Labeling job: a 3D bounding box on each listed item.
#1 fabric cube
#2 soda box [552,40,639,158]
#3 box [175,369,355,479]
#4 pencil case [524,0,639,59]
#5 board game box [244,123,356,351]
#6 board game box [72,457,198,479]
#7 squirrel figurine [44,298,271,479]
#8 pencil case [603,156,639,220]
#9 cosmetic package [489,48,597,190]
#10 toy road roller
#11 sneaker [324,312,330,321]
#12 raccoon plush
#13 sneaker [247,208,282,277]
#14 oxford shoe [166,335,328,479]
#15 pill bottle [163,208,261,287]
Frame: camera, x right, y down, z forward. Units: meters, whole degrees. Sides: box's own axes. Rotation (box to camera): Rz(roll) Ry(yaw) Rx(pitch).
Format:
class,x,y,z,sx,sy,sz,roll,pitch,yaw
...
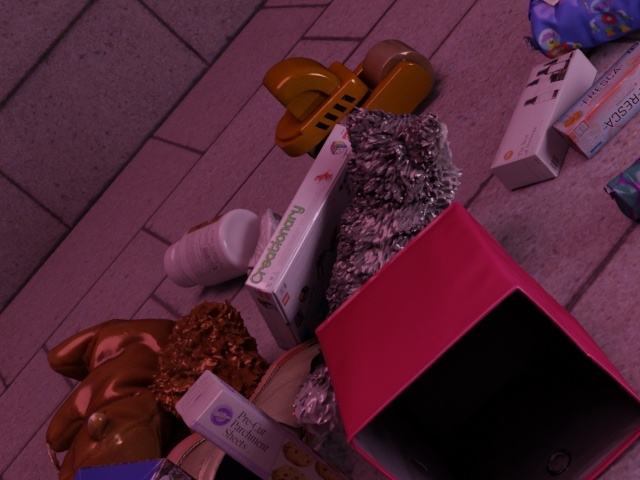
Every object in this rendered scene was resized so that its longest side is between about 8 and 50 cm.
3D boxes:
class,x,y,z,sx,sy,sz,roll,pitch,yaw
fabric cube,0.181,0.159,1.394,0.254,0.259,0.258,-45,22,9
soda box,0.439,-0.210,1.770,0.183,0.058,0.063,-44,24,5
box,-0.046,0.281,1.505,0.067,0.324,0.063,-49,32,-3
pencil case,0.470,-0.392,1.879,0.306,0.133,0.119,-20,48,38
board game box,0.000,0.000,1.795,0.053,0.193,0.305,16,62,25
board game box,-0.188,0.427,1.558,0.232,0.291,0.141,-18,38,50
squirrel figurine,-0.265,0.266,1.910,0.397,0.281,0.370,-29,11,9
pencil case,0.450,-0.100,1.572,0.152,0.064,0.070,-44,49,7
cosmetic package,0.356,-0.194,1.883,0.099,0.060,0.239,-19,36,49
toy road roller,0.038,-0.299,2.357,0.329,0.240,0.202,-46,24,5
sneaker,0.048,0.093,1.939,0.297,0.111,0.129,6,47,52
raccoon plush,0.089,0.018,1.628,0.216,0.299,0.446,0,36,19
sneaker,-0.103,0.024,2.295,0.115,0.090,0.232,-44,23,17
oxford shoe,-0.037,0.262,1.686,0.397,0.140,0.146,-40,17,-27
pill bottle,-0.218,0.024,2.431,0.229,0.131,0.131,-21,35,46
